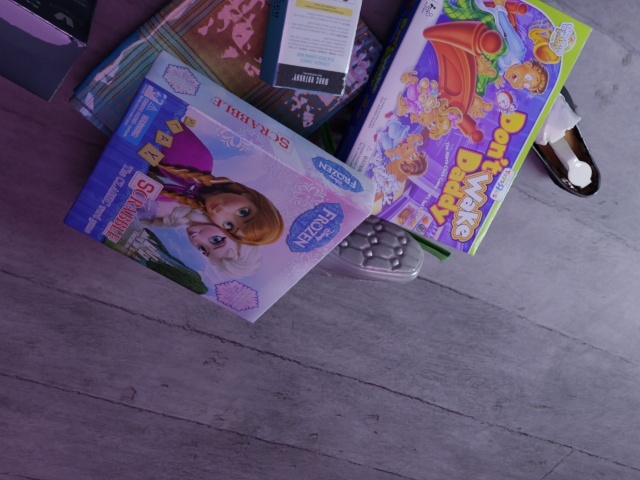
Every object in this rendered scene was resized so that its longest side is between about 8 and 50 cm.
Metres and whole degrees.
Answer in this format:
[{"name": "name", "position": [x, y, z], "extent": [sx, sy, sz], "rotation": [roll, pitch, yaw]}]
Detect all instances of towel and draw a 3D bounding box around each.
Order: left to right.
[{"name": "towel", "position": [-0.115, -0.218, 1.031], "extent": [0.370, 0.040, 0.271], "rotation": [-38, 123, 10]}]

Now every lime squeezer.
[{"name": "lime squeezer", "position": [0.062, -0.071, 1.164], "extent": [0.059, 0.110, 0.310], "rotation": [-44, 99, -24]}]

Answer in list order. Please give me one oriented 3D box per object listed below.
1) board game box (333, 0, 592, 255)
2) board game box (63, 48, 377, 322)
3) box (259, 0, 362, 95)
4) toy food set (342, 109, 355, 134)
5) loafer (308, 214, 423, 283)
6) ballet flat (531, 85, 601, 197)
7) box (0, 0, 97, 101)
[{"name": "board game box", "position": [0.180, -0.181, 1.044], "extent": [0.233, 0.078, 0.347], "rotation": [21, 104, -16]}, {"name": "board game box", "position": [-0.144, -0.049, 1.021], "extent": [0.318, 0.065, 0.319], "rotation": [30, 136, -16]}, {"name": "box", "position": [-0.003, -0.311, 0.945], "extent": [0.101, 0.060, 0.244], "rotation": [3, 110, -25]}, {"name": "toy food set", "position": [0.080, -0.146, 1.164], "extent": [0.078, 0.019, 0.122], "rotation": [-42, 123, 20]}, {"name": "loafer", "position": [0.000, 0.000, 1.161], "extent": [0.320, 0.112, 0.111], "rotation": [19, 151, 13]}, {"name": "ballet flat", "position": [0.360, -0.165, 1.155], "extent": [0.095, 0.096, 0.280], "rotation": [-37, 125, 15]}, {"name": "box", "position": [-0.360, -0.270, 0.896], "extent": [0.156, 0.158, 0.093], "rotation": [29, 117, -28]}]
